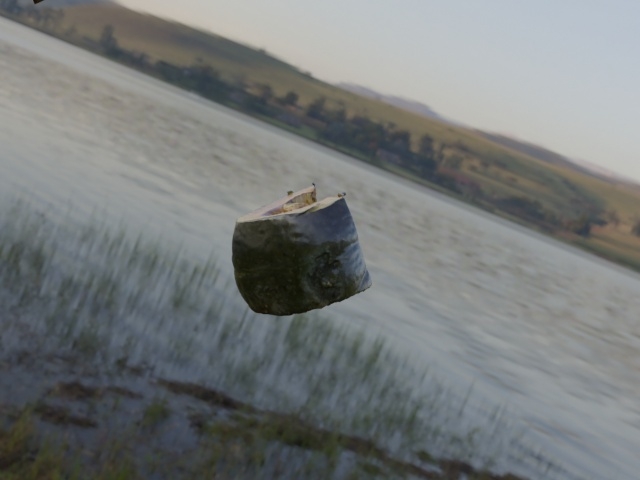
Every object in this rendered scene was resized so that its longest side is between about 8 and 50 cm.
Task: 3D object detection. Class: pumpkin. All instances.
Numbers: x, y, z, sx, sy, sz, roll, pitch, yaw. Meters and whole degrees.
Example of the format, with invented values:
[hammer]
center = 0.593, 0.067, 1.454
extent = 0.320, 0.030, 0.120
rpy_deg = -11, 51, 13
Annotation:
[pumpkin]
center = 0.000, -0.001, 1.447
extent = 0.190, 0.139, 0.280
rpy_deg = -9, 14, 34

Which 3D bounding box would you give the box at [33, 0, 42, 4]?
[box]
center = -0.472, -0.423, 1.672
extent = 0.051, 0.023, 0.082
rpy_deg = 60, -10, 4
